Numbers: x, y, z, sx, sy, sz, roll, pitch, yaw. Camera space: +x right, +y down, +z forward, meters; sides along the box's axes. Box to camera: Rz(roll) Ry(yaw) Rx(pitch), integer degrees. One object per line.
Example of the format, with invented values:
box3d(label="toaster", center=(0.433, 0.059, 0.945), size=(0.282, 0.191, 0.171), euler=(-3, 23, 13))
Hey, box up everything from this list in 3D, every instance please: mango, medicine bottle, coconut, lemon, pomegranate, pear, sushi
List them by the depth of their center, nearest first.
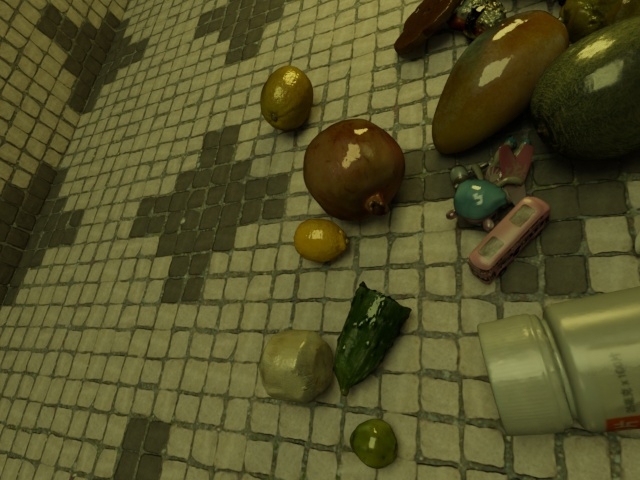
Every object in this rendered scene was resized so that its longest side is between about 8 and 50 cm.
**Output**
box3d(label="medicine bottle", center=(0.467, 0.193, 0.676), size=(0.371, 0.211, 0.211), euler=(-17, 59, 21))
box3d(label="pear", center=(0.104, 0.408, 0.844), size=(0.097, 0.092, 0.092), euler=(-8, 63, 25))
box3d(label="coconut", center=(-0.063, 0.285, 0.952), size=(0.162, 0.161, 0.161), euler=(-7, 63, 29))
box3d(label="mango", center=(0.408, -0.371, 0.999), size=(0.384, 0.199, 0.221), euler=(-48, 31, 20))
box3d(label="pomegranate", center=(0.090, -0.163, 1.047), size=(0.252, 0.229, 0.270), euler=(-30, 61, 14))
box3d(label="lemon", center=(0.000, 0.000, 1.086), size=(0.155, 0.114, 0.114), euler=(7, 70, 23))
box3d(label="sushi", center=(0.450, -0.605, 1.150), size=(0.097, 0.103, 0.226), euler=(-33, 55, -10))
box3d(label="lemon", center=(-0.103, -0.451, 1.331), size=(0.170, 0.170, 0.207), euler=(10, 66, 32))

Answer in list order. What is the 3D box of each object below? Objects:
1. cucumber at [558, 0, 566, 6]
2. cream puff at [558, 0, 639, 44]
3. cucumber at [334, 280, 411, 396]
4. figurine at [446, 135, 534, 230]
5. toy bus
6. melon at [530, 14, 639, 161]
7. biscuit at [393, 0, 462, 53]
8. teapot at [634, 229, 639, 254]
box3d(label="cucumber", center=(0.739, -0.678, 1.040), size=(0.303, 0.072, 0.081), euler=(-16, 41, 21))
box3d(label="cream puff", center=(0.694, -0.503, 0.932), size=(0.282, 0.185, 0.282), euler=(-18, 19, 6))
box3d(label="cucumber", center=(0.096, 0.224, 0.924), size=(0.134, 0.134, 0.244), euler=(20, 81, 34))
box3d(label="figurine", center=(0.377, -0.149, 0.961), size=(0.205, 0.103, 0.260), euler=(28, 72, 34))
box3d(label="toy bus", center=(0.397, -0.003, 0.884), size=(0.203, 0.090, 0.063), euler=(-47, 54, 1))
box3d(label="melon", center=(0.590, -0.297, 0.827), size=(0.329, 0.248, 0.248), euler=(-27, 56, 15))
box3d(label="biscuit", center=(0.332, -0.673, 1.242), size=(0.290, 0.041, 0.208), euler=(-49, 29, 11))
box3d(label="teapot", center=(0.659, -0.097, 0.714), size=(0.139, 0.204, 0.298), euler=(33, 114, 52))
